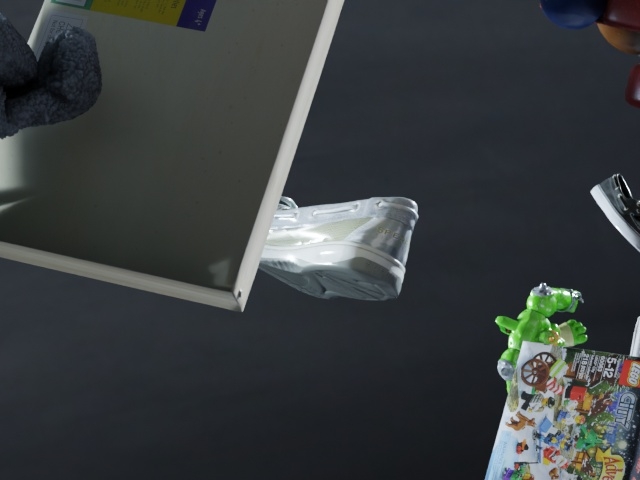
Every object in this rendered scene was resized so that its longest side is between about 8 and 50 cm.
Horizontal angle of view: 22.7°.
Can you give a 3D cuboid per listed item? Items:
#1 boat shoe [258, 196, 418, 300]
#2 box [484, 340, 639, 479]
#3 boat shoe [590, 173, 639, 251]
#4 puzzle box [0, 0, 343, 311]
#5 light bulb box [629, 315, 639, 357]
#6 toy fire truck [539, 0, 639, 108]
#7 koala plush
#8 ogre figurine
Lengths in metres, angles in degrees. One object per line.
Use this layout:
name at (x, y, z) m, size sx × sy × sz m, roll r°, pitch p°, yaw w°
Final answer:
boat shoe at (-0.001, -0.001, 1.781) m, size 0.118 × 0.103 × 0.320 m, roll 30°, pitch -13°, yaw -26°
box at (0.271, 0.232, 1.734) m, size 0.159 × 0.044 × 0.233 m, roll 6°, pitch 66°, yaw 29°
boat shoe at (0.356, -0.032, 1.836) m, size 0.040 × 0.049 × 0.142 m, roll -43°, pitch 35°, yaw 13°
puzzle box at (-0.139, -0.153, 1.465) m, size 0.272 × 0.052 × 0.409 m, roll 12°, pitch 69°, yaw 16°
light bulb box at (0.551, 0.323, 2.041) m, size 0.361 × 0.358 × 0.225 m, roll 11°, pitch 45°, yaw 15°
toy fire truck at (0.301, -0.168, 1.211) m, size 0.254 × 0.169 × 0.302 m, roll 5°, pitch 14°, yaw -45°
koala plush at (-0.309, -0.208, 1.336) m, size 0.196 × 0.221 × 0.203 m, roll 13°, pitch 24°, yaw 25°
ogre figurine at (0.295, 0.143, 2.184) m, size 0.197 × 0.118 × 0.097 m, roll -48°, pitch 53°, yaw 0°
